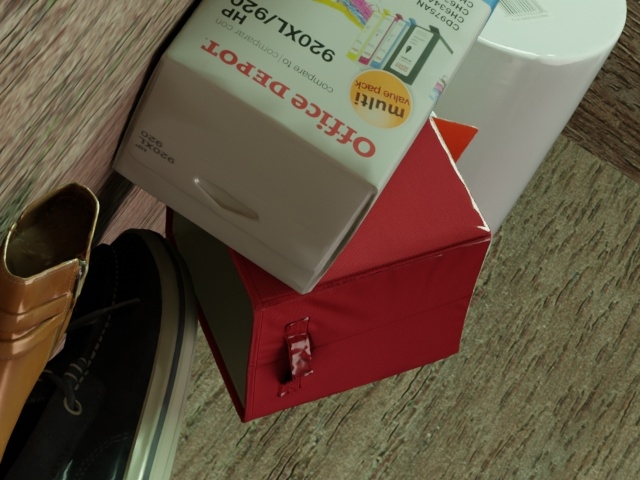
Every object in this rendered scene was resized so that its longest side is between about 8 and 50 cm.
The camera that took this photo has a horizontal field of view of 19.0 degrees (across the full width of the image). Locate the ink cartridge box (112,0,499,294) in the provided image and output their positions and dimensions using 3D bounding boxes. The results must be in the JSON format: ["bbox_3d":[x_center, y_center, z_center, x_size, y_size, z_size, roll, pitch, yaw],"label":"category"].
[{"bbox_3d":[-0.004,-0.120,1.338,0.232,0.171,0.168,-58,180,-31],"label":"ink cartridge box"}]

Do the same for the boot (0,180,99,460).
[{"bbox_3d":[-0.186,0.067,1.055,0.152,0.073,0.197,-55,-167,45],"label":"boot"}]

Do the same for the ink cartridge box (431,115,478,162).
[{"bbox_3d":[-0.004,-0.066,1.651,0.189,0.232,0.066,121,-15,-63],"label":"ink cartridge box"}]

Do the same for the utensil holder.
[{"bbox_3d":[0.112,-0.173,2.097,0.327,0.328,0.385,-57,177,-48],"label":"utensil holder"}]

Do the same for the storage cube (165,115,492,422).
[{"bbox_3d":[0.000,0.000,1.488,0.193,0.215,0.183,-17,150,-16],"label":"storage cube"}]

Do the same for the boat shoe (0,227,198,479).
[{"bbox_3d":[-0.197,0.153,1.394,0.500,0.156,0.186,-81,-164,-50],"label":"boat shoe"}]

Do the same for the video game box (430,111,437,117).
[{"bbox_3d":[0.018,-0.143,1.756,0.048,0.187,0.205,-34,172,-17],"label":"video game box"}]
